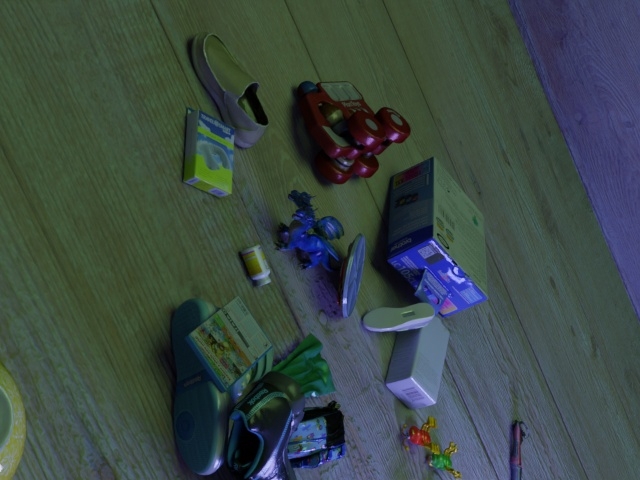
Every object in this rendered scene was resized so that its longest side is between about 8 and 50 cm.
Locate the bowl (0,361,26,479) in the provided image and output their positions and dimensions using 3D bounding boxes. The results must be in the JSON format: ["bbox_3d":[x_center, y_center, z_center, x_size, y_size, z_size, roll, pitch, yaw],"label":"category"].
[{"bbox_3d":[-0.504,0.247,1.161,0.289,0.156,0.289,25,56,-44],"label":"bowl"}]

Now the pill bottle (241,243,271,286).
[{"bbox_3d":[-0.133,0.053,1.823,0.043,0.043,0.083,-26,95,-54],"label":"pill bottle"}]

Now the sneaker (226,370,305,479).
[{"bbox_3d":[-0.119,0.397,1.543,0.140,0.125,0.340,-28,129,-49],"label":"sneaker"}]

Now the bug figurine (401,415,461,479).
[{"bbox_3d":[0.270,0.577,2.086,0.216,0.072,0.278,37,43,-46],"label":"bug figurine"}]

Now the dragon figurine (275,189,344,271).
[{"bbox_3d":[0.000,0.000,1.933,0.289,0.144,0.085,41,46,-35],"label":"dragon figurine"}]

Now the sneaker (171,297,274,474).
[{"bbox_3d":[-0.163,0.273,1.618,0.208,0.127,0.318,17,63,-47],"label":"sneaker"}]

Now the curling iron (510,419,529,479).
[{"bbox_3d":[0.566,0.640,2.470,0.068,0.035,0.274,41,45,-34],"label":"curling iron"}]

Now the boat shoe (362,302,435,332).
[{"bbox_3d":[0.189,0.197,2.125,0.184,0.063,0.066,-13,52,-20],"label":"boat shoe"}]

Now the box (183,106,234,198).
[{"bbox_3d":[-0.231,-0.188,1.807,0.109,0.042,0.178,25,57,-45],"label":"box"}]

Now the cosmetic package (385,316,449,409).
[{"bbox_3d":[0.246,0.292,2.174,0.117,0.086,0.231,48,39,-27],"label":"cosmetic package"}]

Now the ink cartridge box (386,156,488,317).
[{"bbox_3d":[0.308,0.010,2.274,0.270,0.151,0.395,45,32,-29],"label":"ink cartridge box"}]

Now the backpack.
[{"bbox_3d":[-0.051,0.383,1.680,0.173,0.158,0.116,1,79,-58],"label":"backpack"}]

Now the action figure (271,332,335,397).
[{"bbox_3d":[-0.058,0.286,1.787,0.232,0.064,0.137,-18,80,-61],"label":"action figure"}]

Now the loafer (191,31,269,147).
[{"bbox_3d":[-0.186,-0.337,1.888,0.102,0.092,0.268,-41,107,-52],"label":"loafer"}]

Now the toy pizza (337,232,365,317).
[{"bbox_3d":[0.067,0.080,2.013,0.201,0.032,0.201,10,90,-79],"label":"toy pizza"}]

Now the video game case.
[{"bbox_3d":[-0.162,0.184,1.567,0.119,0.015,0.166,57,35,-5],"label":"video game case"}]

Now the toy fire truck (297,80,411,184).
[{"bbox_3d":[0.057,-0.293,2.154,0.254,0.169,0.302,52,33,15],"label":"toy fire truck"}]
